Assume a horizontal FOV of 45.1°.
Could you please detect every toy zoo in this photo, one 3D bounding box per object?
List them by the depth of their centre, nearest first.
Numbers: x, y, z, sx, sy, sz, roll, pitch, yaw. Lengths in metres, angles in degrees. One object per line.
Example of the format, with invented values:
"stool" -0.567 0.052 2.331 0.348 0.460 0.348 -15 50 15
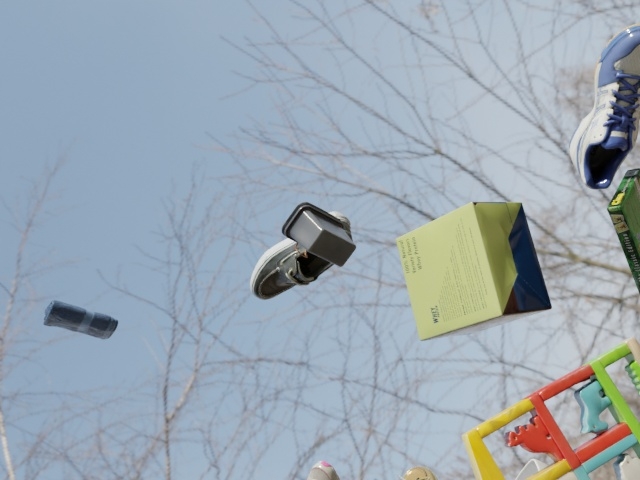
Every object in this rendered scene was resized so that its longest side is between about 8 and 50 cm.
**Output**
"toy zoo" 0.302 0.267 0.913 0.293 0.192 0.030 -26 -13 -11

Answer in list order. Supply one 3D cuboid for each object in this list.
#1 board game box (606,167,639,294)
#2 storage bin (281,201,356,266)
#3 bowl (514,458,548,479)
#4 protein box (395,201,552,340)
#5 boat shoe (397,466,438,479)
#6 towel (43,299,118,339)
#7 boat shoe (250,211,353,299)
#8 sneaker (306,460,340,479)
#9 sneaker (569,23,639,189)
"board game box" 0.571 0.018 1.349 0.136 0.030 0.260 -44 -66 -40
"storage bin" 0.000 0.000 1.550 0.135 0.091 0.098 27 -76 -41
"bowl" 0.340 0.431 1.198 0.142 0.053 0.142 -92 18 -54
"protein box" 0.268 0.057 1.376 0.136 0.201 0.200 -2 -107 -37
"boat shoe" 0.203 0.582 1.660 0.089 0.104 0.285 51 -160 -17
"towel" -0.417 0.140 1.340 0.119 0.067 0.029 21 -127 -22
"boat shoe" -0.056 0.058 2.004 0.335 0.119 0.121 -41 -55 20
"sneaker" -0.021 0.732 2.122 0.111 0.103 0.252 -2 -73 -57
"sneaker" 0.524 -0.220 1.337 0.131 0.112 0.296 -81 -3 -49
